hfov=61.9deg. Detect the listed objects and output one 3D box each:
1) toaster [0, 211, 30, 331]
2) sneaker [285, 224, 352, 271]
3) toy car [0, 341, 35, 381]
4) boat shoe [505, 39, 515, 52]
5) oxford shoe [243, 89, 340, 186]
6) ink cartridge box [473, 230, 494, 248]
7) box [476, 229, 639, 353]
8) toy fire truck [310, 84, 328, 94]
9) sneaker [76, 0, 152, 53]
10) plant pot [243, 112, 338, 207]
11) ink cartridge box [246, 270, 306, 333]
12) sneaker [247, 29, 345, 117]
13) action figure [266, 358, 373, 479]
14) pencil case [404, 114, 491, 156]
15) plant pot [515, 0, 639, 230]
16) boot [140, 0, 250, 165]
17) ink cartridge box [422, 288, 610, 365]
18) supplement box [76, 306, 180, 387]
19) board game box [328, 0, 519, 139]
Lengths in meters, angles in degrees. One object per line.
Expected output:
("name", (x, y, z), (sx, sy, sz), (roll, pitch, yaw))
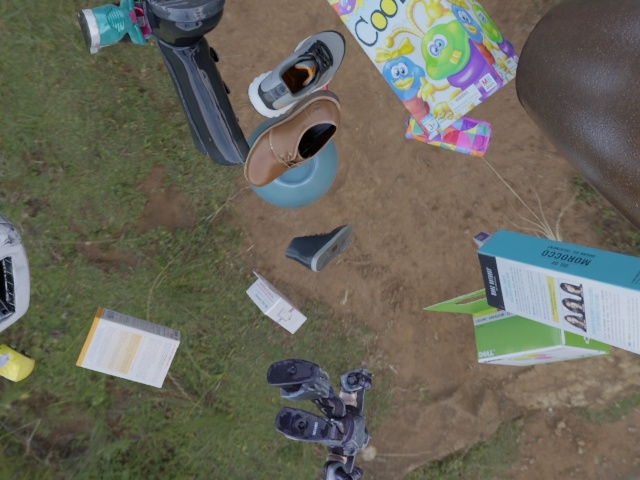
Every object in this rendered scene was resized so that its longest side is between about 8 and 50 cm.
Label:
("toaster", (-0.370, 0.015, 0.508), (0.146, 0.129, 0.227), (39, 135, 7))
("sneaker", (0.000, 0.000, 1.566), (0.118, 0.222, 0.083), (22, 128, 26))
("toy car", (-0.610, 0.187, 0.977), (0.053, 0.239, 0.224), (22, 101, 23))
("boat shoe", (0.328, -0.331, 1.079), (0.066, 0.066, 0.183), (48, 62, -8))
("oxford shoe", (-0.051, -0.141, 0.835), (0.076, 0.076, 0.212), (22, 135, -35))
("ink cartridge box", (0.527, 0.084, 1.483), (0.045, 0.223, 0.224), (-37, 94, 6))
("box", (0.324, 0.062, 0.672), (0.060, 0.244, 0.100), (-38, 124, -28))
("toy fire truck", (-0.061, -0.427, 1.505), (0.192, 0.135, 0.047), (-3, 116, -16))
("sneaker", (-0.542, -0.574, 1.422), (0.179, 0.295, 0.123), (-18, 114, -21))
("plant pot", (-0.083, -0.227, 1.541), (0.290, 0.195, 0.290), (-1, 99, -4))
("ink cartridge box", (-0.136, 0.179, 1.540), (0.067, 0.115, 0.198), (-46, 138, -4))
("sneaker", (-0.023, -0.340, 1.066), (0.108, 0.271, 0.100), (-9, 123, 51))
("action figure", (0.023, 0.266, 0.775), (0.099, 0.185, 0.285), (-10, 148, 20))
("pencil case", (0.344, -0.300, 1.452), (0.236, 0.104, 0.104), (17, 106, 9))
("plant pot", (0.268, -0.107, 0.403), (0.215, 0.230, 0.215), (-15, 126, -21))
("boot", (-0.262, -0.356, 1.217), (0.146, 0.367, 0.445), (-23, 131, -15))
("ink cartridge box", (0.337, 0.156, 0.936), (0.255, 0.189, 0.097), (11, 67, -29))
("supplement box", (-0.220, 0.124, 0.618), (0.098, 0.036, 0.062), (22, 96, -19))
("board game box", (0.163, -0.320, 0.823), (0.144, 0.142, 0.275), (-35, 92, 41))
